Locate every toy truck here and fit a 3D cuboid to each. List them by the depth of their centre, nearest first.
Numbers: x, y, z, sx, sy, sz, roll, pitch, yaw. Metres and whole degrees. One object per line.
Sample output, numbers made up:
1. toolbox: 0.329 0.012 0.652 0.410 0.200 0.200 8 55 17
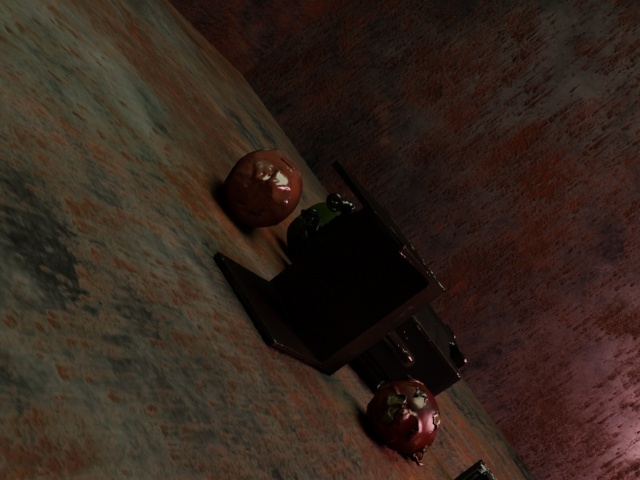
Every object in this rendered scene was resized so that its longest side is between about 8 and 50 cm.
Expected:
1. toy truck: 0.365 0.557 1.904 0.192 0.083 0.092 53 1 8

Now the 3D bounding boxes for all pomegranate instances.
1. pomegranate: 0.000 0.000 2.061 0.131 0.152 0.191 57 -6 23

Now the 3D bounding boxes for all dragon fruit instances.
1. dragon fruit: 0.152 0.326 1.593 0.125 0.125 0.246 41 -20 41

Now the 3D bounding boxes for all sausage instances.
1. sausage: -0.110 -0.107 1.808 0.152 0.152 0.279 52 6 -7

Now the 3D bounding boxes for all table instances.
1. table: 0.021 0.050 1.458 0.196 0.251 0.282 57 8 25

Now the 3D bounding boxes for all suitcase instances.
1. suitcase: 0.111 0.136 1.856 0.434 0.194 0.283 51 10 -20
